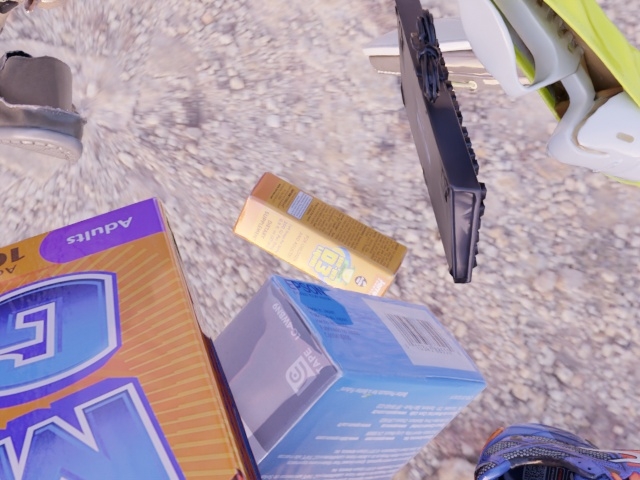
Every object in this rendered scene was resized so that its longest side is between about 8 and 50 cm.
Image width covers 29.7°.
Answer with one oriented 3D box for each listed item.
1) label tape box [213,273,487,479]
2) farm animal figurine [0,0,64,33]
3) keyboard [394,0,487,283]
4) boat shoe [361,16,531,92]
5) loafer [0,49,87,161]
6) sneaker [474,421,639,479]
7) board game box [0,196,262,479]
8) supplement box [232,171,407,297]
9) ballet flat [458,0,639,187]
[{"bbox_3d":[-0.052,0.197,1.052,0.347,0.249,0.115,-46,60,19],"label":"label tape box"},{"bbox_3d":[-0.318,-0.337,1.275,0.327,0.330,0.172,-36,81,-9],"label":"farm animal figurine"},{"bbox_3d":[0.067,-0.072,0.687,0.023,0.180,0.108,-10,134,-1],"label":"keyboard"},{"bbox_3d":[0.182,-0.226,1.499,0.109,0.305,0.091,-41,121,-39],"label":"boat shoe"},{"bbox_3d":[-0.286,-0.140,1.171,0.094,0.251,0.087,14,99,-31],"label":"loafer"},{"bbox_3d":[0.205,0.179,0.822,0.221,0.087,0.083,1,95,27],"label":"sneaker"},{"bbox_3d":[-0.183,0.254,0.698,0.356,0.356,0.356,-19,123,-6],"label":"board game box"},{"bbox_3d":[0.000,0.000,1.693,0.233,0.080,0.078,27,127,0],"label":"supplement box"},{"bbox_3d":[0.140,-0.090,0.674,0.231,0.077,0.077,49,60,-14],"label":"ballet flat"}]
